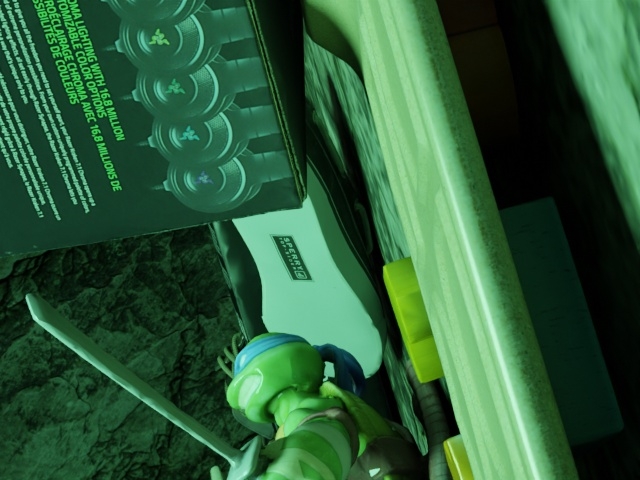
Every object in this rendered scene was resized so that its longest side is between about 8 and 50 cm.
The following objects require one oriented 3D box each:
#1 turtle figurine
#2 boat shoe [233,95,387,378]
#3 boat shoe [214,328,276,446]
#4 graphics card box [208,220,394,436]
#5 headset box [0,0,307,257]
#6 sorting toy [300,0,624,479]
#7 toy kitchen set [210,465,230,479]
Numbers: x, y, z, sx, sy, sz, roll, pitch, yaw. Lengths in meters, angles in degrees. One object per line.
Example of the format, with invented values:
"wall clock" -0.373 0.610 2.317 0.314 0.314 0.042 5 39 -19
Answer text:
"turtle figurine" -0.022 0.176 0.738 0.274 0.198 0.266 0 -136 -51
"boat shoe" 0.000 0.000 0.906 0.219 0.078 0.070 71 -148 -46
"boat shoe" -0.037 0.147 1.563 0.132 0.130 0.355 -113 6 -50
"graphics card box" -0.034 0.009 1.186 0.233 0.094 0.371 -130 24 -80
"headset box" -0.136 -0.115 0.627 0.246 0.283 0.131 -91 -11 -50
"sorting toy" 0.047 0.008 0.494 0.307 0.041 0.229 75 176 -77
"toy kitchen set" 0.005 0.294 1.366 0.122 0.166 0.207 77 174 -48
